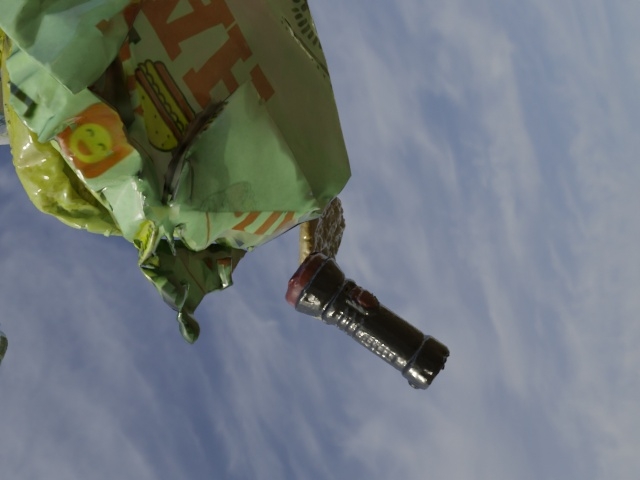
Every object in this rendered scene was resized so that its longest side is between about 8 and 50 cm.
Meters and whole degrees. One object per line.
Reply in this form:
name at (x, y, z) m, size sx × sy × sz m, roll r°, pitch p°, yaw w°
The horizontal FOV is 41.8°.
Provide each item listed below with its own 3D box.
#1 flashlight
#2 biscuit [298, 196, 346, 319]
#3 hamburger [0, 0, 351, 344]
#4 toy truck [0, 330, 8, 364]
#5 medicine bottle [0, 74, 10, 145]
flashlight at (0.065, 0.108, 1.121) m, size 0.093 × 0.232 × 0.093 m, roll -54°, pitch -10°, yaw -14°
biscuit at (0.000, 0.000, 1.288) m, size 0.188 × 0.040 × 0.265 m, roll -52°, pitch -36°, yaw -65°
hamburger at (-0.083, -0.066, 0.467) m, size 0.214 × 0.125 × 0.235 m, roll -17°, pitch -71°, yaw -54°
toy truck at (-0.504, 0.091, 0.887) m, size 0.136 × 0.306 × 0.162 m, roll -66°, pitch -13°, yaw -4°
medicine bottle at (-0.440, -0.209, 1.105) m, size 0.293 × 0.142 × 0.141 m, roll 83°, pitch -176°, yaw -82°
